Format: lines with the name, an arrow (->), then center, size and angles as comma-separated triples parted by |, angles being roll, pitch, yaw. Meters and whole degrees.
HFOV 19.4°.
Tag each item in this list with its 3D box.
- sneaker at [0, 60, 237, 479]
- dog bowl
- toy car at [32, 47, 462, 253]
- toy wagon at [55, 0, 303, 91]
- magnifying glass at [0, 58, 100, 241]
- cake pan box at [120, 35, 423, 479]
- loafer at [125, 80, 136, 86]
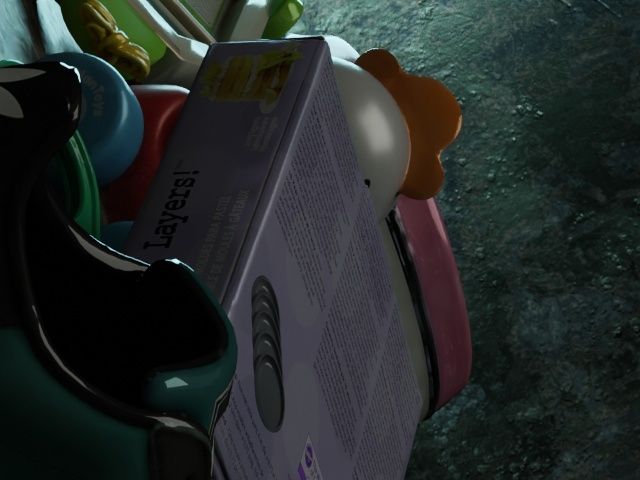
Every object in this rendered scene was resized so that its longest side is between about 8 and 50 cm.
sneaker -> -0.069, 0.083, 0.567 | 0.108, 0.121, 0.302 | -107, 175, -58
dog bowl -> 0.000, 0.000, 1.649 | 0.408, 0.150, 0.408 | 160, -90, -81
toy car -> -0.025, -0.019, 1.069 | 0.219, 0.238, 0.210 | 62, 7, -68
toy wagon -> -0.138, -0.212, 1.423 | 0.267, 0.068, 0.344 | 47, 28, -18
magnifying glass -> -0.126, 0.018, 0.909 | 0.092, 0.026, 0.231 | 24, 43, -63
cake pan box -> -0.021, 0.078, 0.879 | 0.245, 0.070, 0.266 | -71, 153, -44
loafer -> -0.123, -0.076, 1.463 | 0.078, 0.076, 0.223 | 26, 41, -66
